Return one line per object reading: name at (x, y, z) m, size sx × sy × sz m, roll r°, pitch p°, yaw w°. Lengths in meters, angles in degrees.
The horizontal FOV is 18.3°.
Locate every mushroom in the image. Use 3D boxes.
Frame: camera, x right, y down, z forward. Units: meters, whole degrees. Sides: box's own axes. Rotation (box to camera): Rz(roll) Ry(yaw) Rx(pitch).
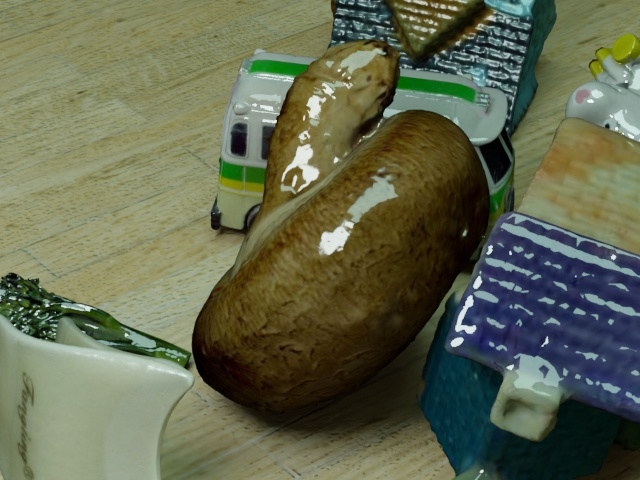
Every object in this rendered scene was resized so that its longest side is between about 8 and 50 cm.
mushroom at (0.018, 0.017, 1.776) m, size 0.239 × 0.345 × 0.345 m, roll 33°, pitch 43°, yaw 22°

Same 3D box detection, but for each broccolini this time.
broccolini at (-0.219, 0.074, 1.876) m, size 0.203 × 0.068 × 0.091 m, roll 7°, pitch 15°, yaw 3°

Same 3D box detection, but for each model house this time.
model house at (0.213, 0.106, 1.663) m, size 0.245 × 0.312 × 0.280 m, roll 23°, pitch 39°, yaw 8°
model house at (0.115, -0.242, 2.267) m, size 0.261 × 0.226 × 0.241 m, roll 12°, pitch 65°, yaw 15°

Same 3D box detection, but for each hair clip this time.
hair clip at (-0.223, 0.141, 1.705) m, size 0.113 × 0.172 × 0.282 m, roll -9°, pitch 26°, yaw -31°

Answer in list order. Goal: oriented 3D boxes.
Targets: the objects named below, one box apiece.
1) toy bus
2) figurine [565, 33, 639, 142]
toy bus at (0.051, -0.090, 2.037) m, size 0.305 × 0.179 × 0.143 m, roll 8°, pitch 35°, yaw 6°
figurine at (0.346, -0.146, 2.236) m, size 0.130 × 0.109 × 0.178 m, roll 32°, pitch 42°, yaw 2°
